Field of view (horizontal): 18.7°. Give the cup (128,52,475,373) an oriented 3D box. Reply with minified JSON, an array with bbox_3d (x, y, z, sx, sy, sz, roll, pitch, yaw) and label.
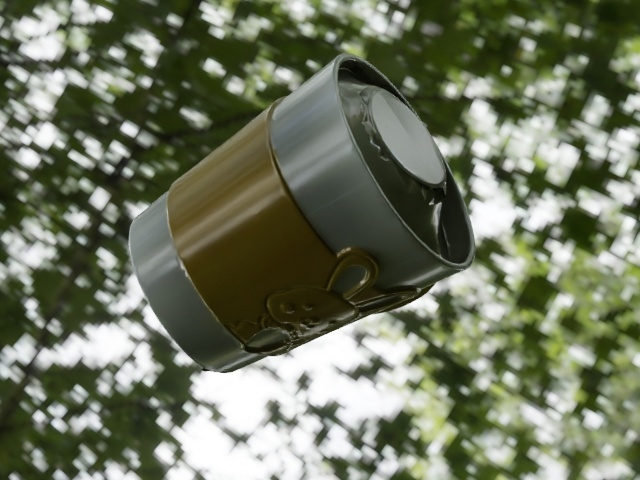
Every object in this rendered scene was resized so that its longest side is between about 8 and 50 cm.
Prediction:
[{"bbox_3d":[0.000,0.000,1.490,0.226,0.185,0.241,-30,-41,19],"label":"cup"}]
